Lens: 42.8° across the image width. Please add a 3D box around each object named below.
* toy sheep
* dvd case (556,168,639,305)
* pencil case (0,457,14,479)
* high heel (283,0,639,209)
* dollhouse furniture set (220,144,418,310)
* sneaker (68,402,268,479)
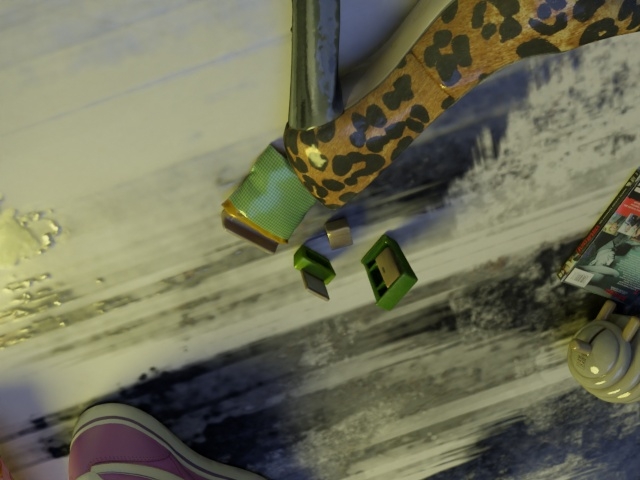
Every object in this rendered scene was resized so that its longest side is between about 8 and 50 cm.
[{"bbox_3d":[0.274,0.107,0.757,0.132,0.091,0.091,21,117,-29],"label":"toy sheep"},{"bbox_3d":[0.278,0.000,0.727,0.087,0.013,0.119,17,117,-23],"label":"dvd case"},{"bbox_3d":[-0.311,0.303,0.741,0.124,0.124,0.284,-8,124,-7],"label":"pencil case"},{"bbox_3d":[0.105,-0.104,0.567,0.261,0.093,0.186,1,123,0],"label":"high heel"},{"bbox_3d":[0.000,0.000,0.637,0.152,0.058,0.076,29,113,-28],"label":"dollhouse furniture set"},{"bbox_3d":[-0.116,0.280,0.744,0.102,0.161,0.282,-42,124,15],"label":"sneaker"}]
